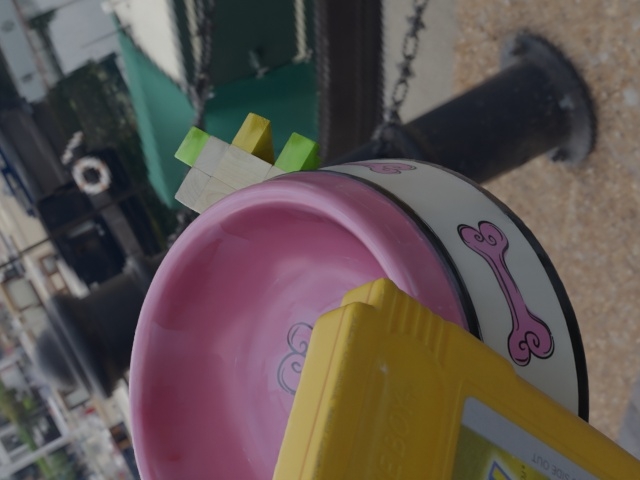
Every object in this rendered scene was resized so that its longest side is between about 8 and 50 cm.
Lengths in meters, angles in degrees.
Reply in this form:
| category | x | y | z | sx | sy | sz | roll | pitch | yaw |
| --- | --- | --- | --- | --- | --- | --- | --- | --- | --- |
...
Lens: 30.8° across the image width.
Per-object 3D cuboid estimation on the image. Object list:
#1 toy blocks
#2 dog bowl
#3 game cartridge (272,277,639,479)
| category | x | y | z | sx | sy | sz | roll | pitch | yaw |
| --- | --- | --- | --- | --- | --- | --- | --- | --- | --- |
| toy blocks | 0.000 | 0.000 | 1.484 | 0.261 | 0.190 | 0.381 | 31 | 179 | -42 |
| dog bowl | 0.003 | 0.126 | 0.951 | 0.408 | 0.150 | 0.407 | -6 | 82 | 42 |
| game cartridge | 0.100 | 0.211 | 0.677 | 0.324 | 0.285 | 0.053 | 36 | 142 | -30 |
